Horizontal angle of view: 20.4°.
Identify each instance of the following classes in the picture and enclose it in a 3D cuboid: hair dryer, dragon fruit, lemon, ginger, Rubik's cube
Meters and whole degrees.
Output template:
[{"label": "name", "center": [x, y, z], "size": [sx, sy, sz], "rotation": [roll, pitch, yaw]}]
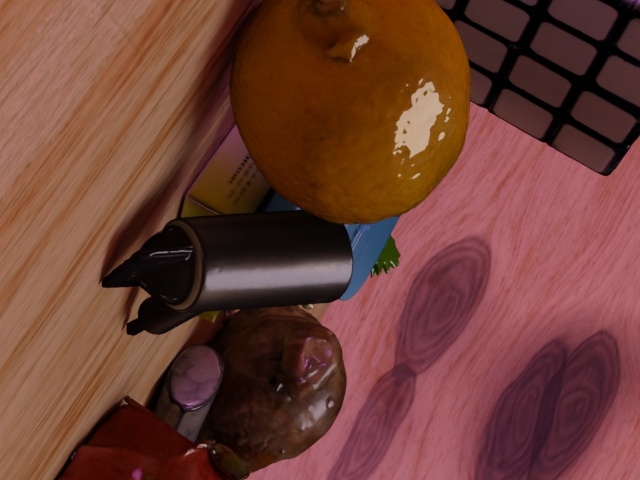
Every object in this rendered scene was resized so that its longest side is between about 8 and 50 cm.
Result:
[{"label": "hair dryer", "center": [-0.119, 0.045, 1.454], "size": [0.195, 0.078, 0.248], "rotation": [-3, 162, -35]}, {"label": "dragon fruit", "center": [-0.168, 0.328, 1.741], "size": [0.305, 0.225, 0.305], "rotation": [-63, 175, -10]}, {"label": "lemon", "center": [0.024, -0.112, 1.370], "size": [0.188, 0.188, 0.257], "rotation": [-59, 156, -25]}, {"label": "ginger", "center": [-0.060, 0.180, 2.133], "size": [0.256, 0.176, 0.375], "rotation": [-55, -173, -15]}, {"label": "Rubik's cube", "center": [0.292, -0.339, 1.979], "size": [0.344, 0.343, 0.337], "rotation": [-60, 175, -24]}]

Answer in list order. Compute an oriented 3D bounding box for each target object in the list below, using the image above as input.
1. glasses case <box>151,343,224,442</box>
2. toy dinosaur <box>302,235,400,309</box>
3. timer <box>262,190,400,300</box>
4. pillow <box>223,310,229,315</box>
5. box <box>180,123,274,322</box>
[{"label": "glasses case", "center": [-0.189, 0.258, 2.053], "size": [0.114, 0.060, 0.299], "rotation": [-64, 179, -53]}, {"label": "toy dinosaur", "center": [-0.003, -0.006, 2.341], "size": [0.177, 0.152, 0.194], "rotation": [-19, -173, 29]}, {"label": "timer", "center": [0.030, -0.069, 1.600], "size": [0.232, 0.091, 0.250], "rotation": [-61, 171, -2]}, {"label": "pillow", "center": [-0.062, -0.023, 1.839], "size": [0.208, 0.055, 0.141], "rotation": [112, 0, -60]}, {"label": "box", "center": [-0.049, -0.071, 1.630], "size": [0.260, 0.062, 0.175], "rotation": [-59, 175, -33]}]
